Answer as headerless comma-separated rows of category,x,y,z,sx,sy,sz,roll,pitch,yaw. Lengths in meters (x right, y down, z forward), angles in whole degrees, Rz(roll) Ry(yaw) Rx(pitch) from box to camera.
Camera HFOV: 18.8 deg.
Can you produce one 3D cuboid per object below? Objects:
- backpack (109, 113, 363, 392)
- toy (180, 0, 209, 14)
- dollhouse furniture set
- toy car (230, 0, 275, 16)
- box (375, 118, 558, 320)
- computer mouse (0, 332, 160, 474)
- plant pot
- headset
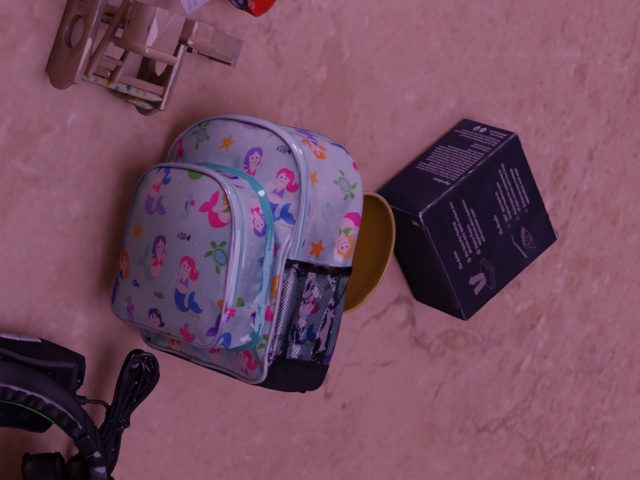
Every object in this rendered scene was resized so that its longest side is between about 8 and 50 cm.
backpack,-0.078,0.003,1.898,0.191,0.225,0.253,17,90,-45
toy,-0.049,-0.329,1.849,0.237,0.056,0.137,-37,123,-24
dollhouse furniture set,-0.137,-0.160,1.837,0.182,0.161,0.101,16,95,-39
toy car,-0.125,-0.341,1.857,0.239,0.053,0.225,5,101,-39
box,0.161,-0.025,2.156,0.158,0.093,0.156,-40,125,-22
computer mouse,-0.299,0.167,1.896,0.262,0.060,0.184,6,119,-35
plant pot,0.000,0.000,2.030,0.134,0.095,0.134,-26,127,-41
headset,-0.300,0.276,1.863,0.243,0.185,0.394,-23,117,0
